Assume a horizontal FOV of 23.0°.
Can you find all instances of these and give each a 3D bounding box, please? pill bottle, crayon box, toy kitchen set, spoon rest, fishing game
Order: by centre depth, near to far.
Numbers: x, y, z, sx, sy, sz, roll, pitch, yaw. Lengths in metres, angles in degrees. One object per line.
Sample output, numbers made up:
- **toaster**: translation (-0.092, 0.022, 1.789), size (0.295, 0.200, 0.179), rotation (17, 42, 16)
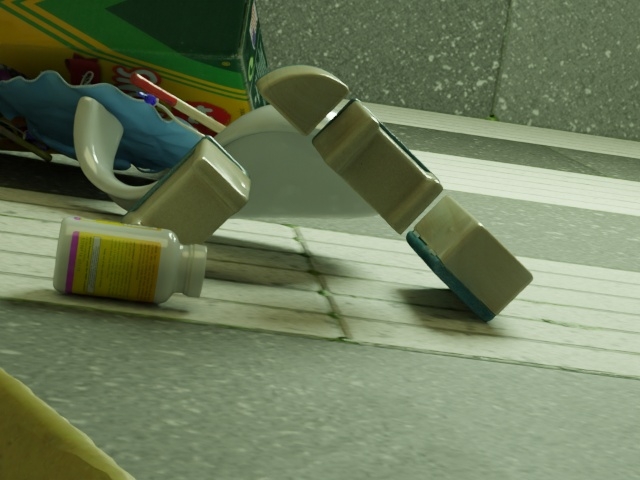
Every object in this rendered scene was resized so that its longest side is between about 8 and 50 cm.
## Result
- **pill bottle**: translation (-0.108, 0.013, 0.892), size (0.083, 0.043, 0.043), rotation (8, 9, -8)
- **toy kitchen set**: translation (0.000, 0.000, 1.027), size (0.207, 0.166, 0.122), rotation (44, 4, -11)
- **spoon rest**: translation (-0.067, -0.054, 1.149), size (0.276, 0.084, 0.137), rotation (6, -22, 32)
- **fishing game**: translation (-0.181, -0.103, 1.302), size (0.264, 0.041, 0.189), rotation (-2, -23, 44)
- **crayon box**: translation (-0.208, -0.149, 1.356), size (0.319, 0.081, 0.202), rotation (4, -23, 7)

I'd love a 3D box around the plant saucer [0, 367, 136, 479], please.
- **plant saucer**: translation (-0.237, 0.061, 0.356), size (0.333, 0.081, 0.333), rotation (3, 11, -31)
